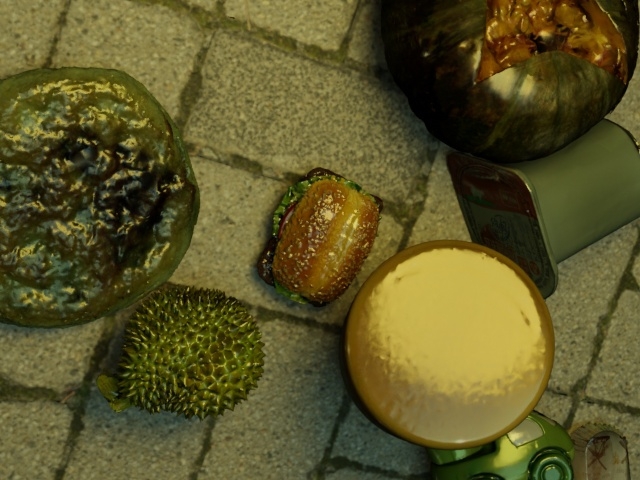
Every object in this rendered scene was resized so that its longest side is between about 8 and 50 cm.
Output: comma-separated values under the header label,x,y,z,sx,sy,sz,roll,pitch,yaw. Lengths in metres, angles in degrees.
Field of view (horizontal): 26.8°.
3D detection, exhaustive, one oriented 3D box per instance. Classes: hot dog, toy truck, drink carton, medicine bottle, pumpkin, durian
label,x,y,z,sx,sy,sz,roll,pitch,yaw
hot dog,0.388,0.348,1.880,0.108,0.059,0.191,-6,103,-20
toy truck,0.216,0.263,1.762,0.187,0.148,0.210,-37,92,-3
drink carton,0.295,-0.053,1.694,0.190,0.185,0.191,-29,112,-23
medicine bottle,0.143,0.130,1.607,0.238,0.232,0.237,0,82,-1
pumpkin,0.222,-0.242,1.572,0.321,0.192,0.320,5,71,-14
durian,-0.154,0.133,1.584,0.198,0.146,0.159,0,107,-38

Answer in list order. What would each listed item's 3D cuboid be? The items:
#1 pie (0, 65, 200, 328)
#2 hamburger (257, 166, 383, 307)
label,x,y,z,sx,sy,sz,roll,pitch,yaw
pie,-0.281,-0.046,1.544,0.323,0.070,0.323,-5,106,-19
hamburger,0.000,0.000,1.641,0.137,0.087,0.165,27,94,-23
